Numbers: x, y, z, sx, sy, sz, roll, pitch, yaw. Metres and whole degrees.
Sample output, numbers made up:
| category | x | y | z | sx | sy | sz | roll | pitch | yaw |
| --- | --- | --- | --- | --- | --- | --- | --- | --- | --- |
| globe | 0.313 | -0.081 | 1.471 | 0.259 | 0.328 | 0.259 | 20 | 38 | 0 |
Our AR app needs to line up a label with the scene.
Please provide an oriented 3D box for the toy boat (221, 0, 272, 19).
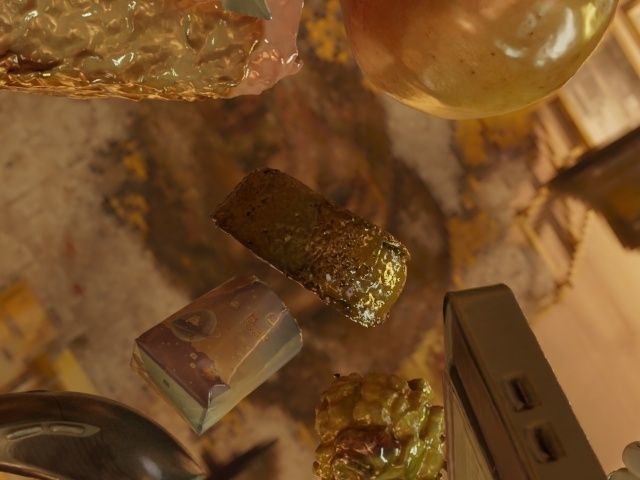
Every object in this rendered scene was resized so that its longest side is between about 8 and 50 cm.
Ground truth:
| category | x | y | z | sx | sy | sz | roll | pitch | yaw |
| --- | --- | --- | --- | --- | --- | --- | --- | --- | --- |
| toy boat | -0.114 | -0.242 | 1.087 | 0.070 | 0.210 | 0.291 | -61 | 172 | -20 |

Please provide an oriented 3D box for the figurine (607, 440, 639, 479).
| category | x | y | z | sx | sy | sz | roll | pitch | yaw |
| --- | --- | --- | --- | --- | --- | --- | --- | --- | --- |
| figurine | 0.422 | 0.243 | 2.060 | 0.245 | 0.110 | 0.138 | -10 | 128 | -54 |

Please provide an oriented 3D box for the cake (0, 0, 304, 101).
| category | x | y | z | sx | sy | sz | roll | pitch | yaw |
| --- | --- | --- | --- | --- | --- | --- | --- | --- | --- |
| cake | -0.164 | -0.276 | 1.582 | 0.293 | 0.306 | 0.314 | 5 | -178 | -18 |

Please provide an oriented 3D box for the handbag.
| category | x | y | z | sx | sy | sz | roll | pitch | yaw |
| --- | --- | --- | --- | --- | --- | --- | --- | --- | --- |
| handbag | -0.099 | 0.104 | 1.842 | 0.173 | 0.117 | 0.095 | -36 | 161 | -35 |

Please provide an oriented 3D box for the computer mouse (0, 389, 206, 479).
| category | x | y | z | sx | sy | sz | roll | pitch | yaw |
| --- | --- | --- | --- | --- | --- | --- | --- | --- | --- |
| computer mouse | -0.298 | 0.187 | 1.779 | 0.379 | 0.090 | 0.167 | 10 | 177 | -4 |

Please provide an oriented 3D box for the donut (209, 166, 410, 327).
| category | x | y | z | sx | sy | sz | roll | pitch | yaw |
| --- | --- | --- | --- | --- | --- | --- | --- | --- | --- |
| donut | 0.000 | 0.000 | 2.122 | 0.107 | 0.272 | 0.272 | -56 | -173 | 2 |

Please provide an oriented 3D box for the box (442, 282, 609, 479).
| category | x | y | z | sx | sy | sz | roll | pitch | yaw |
| --- | --- | --- | --- | --- | --- | --- | --- | --- | --- |
| box | 0.193 | 0.277 | 1.681 | 0.090 | 0.367 | 0.373 | -12 | -143 | -6 |

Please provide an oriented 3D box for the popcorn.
| category | x | y | z | sx | sy | sz | roll | pitch | yaw |
| --- | --- | --- | --- | --- | --- | --- | --- | --- | --- |
| popcorn | 0.085 | 0.279 | 2.482 | 0.189 | 0.218 | 0.169 | 3 | -140 | 0 |

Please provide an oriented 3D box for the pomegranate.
| category | x | y | z | sx | sy | sz | roll | pitch | yaw |
| --- | --- | --- | --- | --- | --- | --- | --- | --- | --- |
| pomegranate | 0.164 | -0.305 | 2.027 | 0.338 | 0.338 | 0.338 | -32 | -173 | 4 |
